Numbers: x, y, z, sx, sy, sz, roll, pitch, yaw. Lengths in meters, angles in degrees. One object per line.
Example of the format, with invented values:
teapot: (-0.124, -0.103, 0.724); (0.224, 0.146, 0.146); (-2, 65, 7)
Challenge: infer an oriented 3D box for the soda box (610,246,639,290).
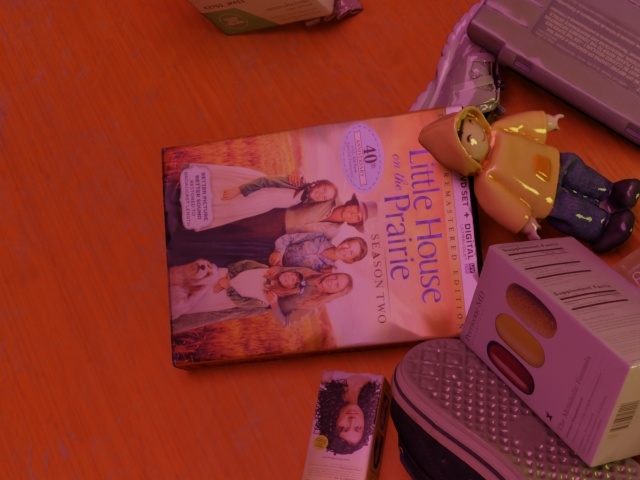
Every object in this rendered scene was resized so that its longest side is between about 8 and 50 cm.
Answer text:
soda box: (0.388, 0.058, 1.513); (0.181, 0.061, 0.058); (-35, 59, -2)

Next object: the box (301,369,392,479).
box: (0.027, 0.280, 1.516); (0.087, 0.058, 0.232); (2, 65, 18)

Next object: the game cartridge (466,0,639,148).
game cartridge: (0.398, -0.267, 1.630); (0.355, 0.068, 0.230); (34, 80, 12)

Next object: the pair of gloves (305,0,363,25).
pair of gloves: (0.052, -0.439, 1.882); (0.240, 0.042, 0.204); (-25, 59, 3)

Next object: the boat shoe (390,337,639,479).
boat shoe: (0.254, 0.308, 1.355); (0.186, 0.156, 0.500); (-19, 44, -33)

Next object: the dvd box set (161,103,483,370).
dvd box set: (0.000, 0.000, 1.621); (0.420, 0.062, 0.308); (-6, 79, 14)

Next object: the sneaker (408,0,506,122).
sneaker: (0.213, -0.212, 1.698); (0.115, 0.105, 0.281); (26, 83, 15)

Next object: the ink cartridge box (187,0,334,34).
ink cartridge box: (-0.150, -0.441, 1.740); (0.207, 0.353, 0.119); (-5, 65, 34)

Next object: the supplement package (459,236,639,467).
supplement package: (0.292, 0.117, 1.381); (0.133, 0.139, 0.244); (-6, 33, -32)

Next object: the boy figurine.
boy figurine: (0.259, -0.093, 1.532); (0.285, 0.092, 0.177); (27, 68, -15)
